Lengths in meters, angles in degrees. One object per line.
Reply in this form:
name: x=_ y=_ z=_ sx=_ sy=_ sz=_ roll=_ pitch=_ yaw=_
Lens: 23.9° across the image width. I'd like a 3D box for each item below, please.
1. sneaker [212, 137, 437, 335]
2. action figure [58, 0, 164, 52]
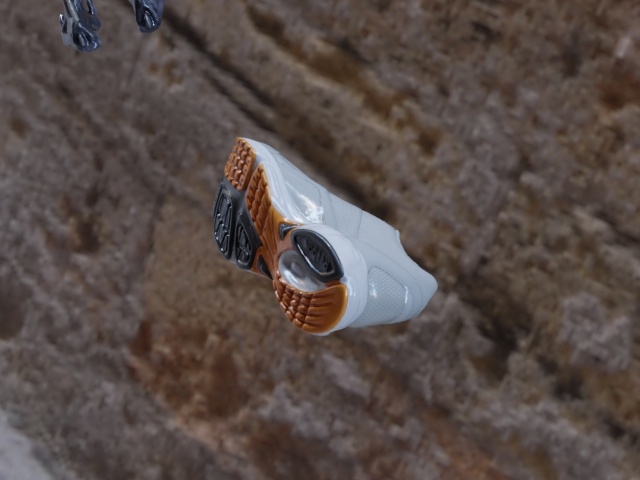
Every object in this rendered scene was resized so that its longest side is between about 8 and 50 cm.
sneaker: x=0.000 y=0.000 z=1.265 sx=0.121 sy=0.099 sz=0.262 roll=6 pitch=28 yaw=-32
action figure: x=-0.227 y=-0.286 z=1.305 sx=0.164 sy=0.276 sz=0.141 roll=-28 pitch=58 yaw=-5
